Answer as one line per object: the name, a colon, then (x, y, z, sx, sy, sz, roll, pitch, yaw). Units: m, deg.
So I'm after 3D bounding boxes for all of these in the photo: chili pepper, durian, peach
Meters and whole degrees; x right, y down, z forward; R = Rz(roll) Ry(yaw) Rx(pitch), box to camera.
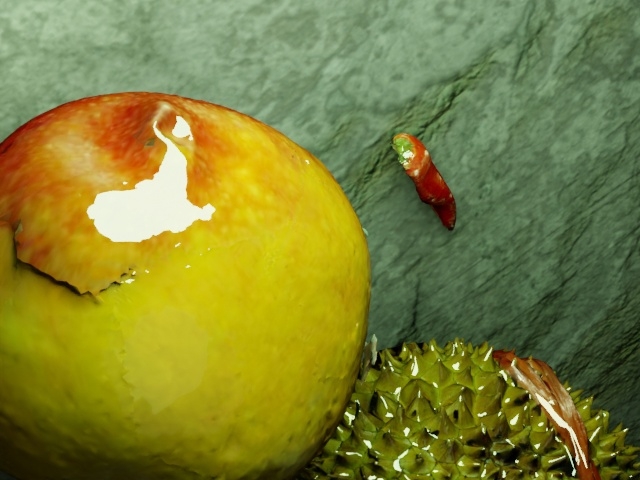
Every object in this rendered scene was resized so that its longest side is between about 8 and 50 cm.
chili pepper: (0.100, -0.049, 1.528, 0.027, 0.045, 0.178, -28, 144, 6)
durian: (0.141, 0.264, 1.653, 0.384, 0.347, 0.347, 8, 126, -8)
peach: (-0.131, 0.051, 1.280, 0.373, 0.289, 0.372, 3, 149, 2)

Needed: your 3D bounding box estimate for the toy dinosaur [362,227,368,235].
toy dinosaur: (0.000, 0.000, 1.524, 0.062, 0.021, 0.083, -43, 134, 19)
